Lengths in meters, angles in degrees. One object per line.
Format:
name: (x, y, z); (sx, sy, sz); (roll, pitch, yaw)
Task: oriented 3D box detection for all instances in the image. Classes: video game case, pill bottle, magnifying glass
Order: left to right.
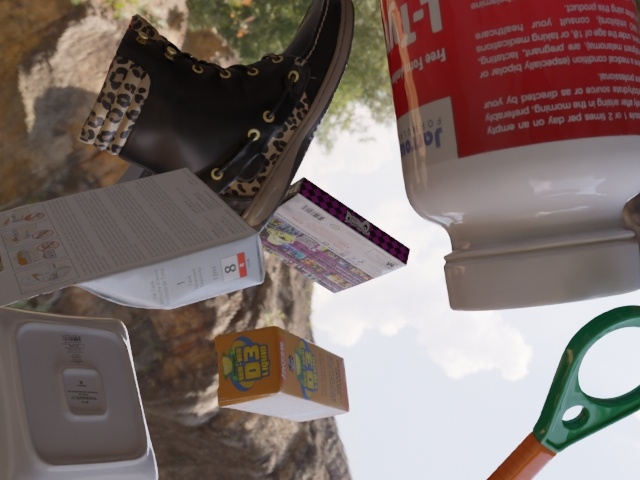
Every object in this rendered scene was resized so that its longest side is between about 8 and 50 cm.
video game case: (0.000, 0.000, 1.305); (0.210, 0.232, 0.042); (-27, -143, 51)
pill bottle: (0.179, -0.147, 0.712); (0.228, 0.408, 0.229); (-7, 177, 0)
magnifying glass: (0.201, 0.148, 0.632); (0.231, 0.092, 0.026); (-53, -159, 12)

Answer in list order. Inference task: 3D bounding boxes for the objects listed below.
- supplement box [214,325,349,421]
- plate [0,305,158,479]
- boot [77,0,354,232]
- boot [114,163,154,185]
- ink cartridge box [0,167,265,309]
supplement box: (-0.038, 0.161, 0.893); (0.080, 0.078, 0.233); (-12, 160, 19)
plate: (-0.340, 0.216, 1.062); (0.045, 0.278, 0.277); (-30, 155, 25)
boot: (-0.135, -0.226, 1.061); (0.378, 0.284, 0.138); (-66, -162, -3)
boot: (-0.312, -0.109, 1.390); (0.258, 0.095, 0.123); (-57, -175, -31)
ink cartridge box: (-0.146, 0.009, 0.517); (0.179, 0.045, 0.145); (-19, -150, -21)
